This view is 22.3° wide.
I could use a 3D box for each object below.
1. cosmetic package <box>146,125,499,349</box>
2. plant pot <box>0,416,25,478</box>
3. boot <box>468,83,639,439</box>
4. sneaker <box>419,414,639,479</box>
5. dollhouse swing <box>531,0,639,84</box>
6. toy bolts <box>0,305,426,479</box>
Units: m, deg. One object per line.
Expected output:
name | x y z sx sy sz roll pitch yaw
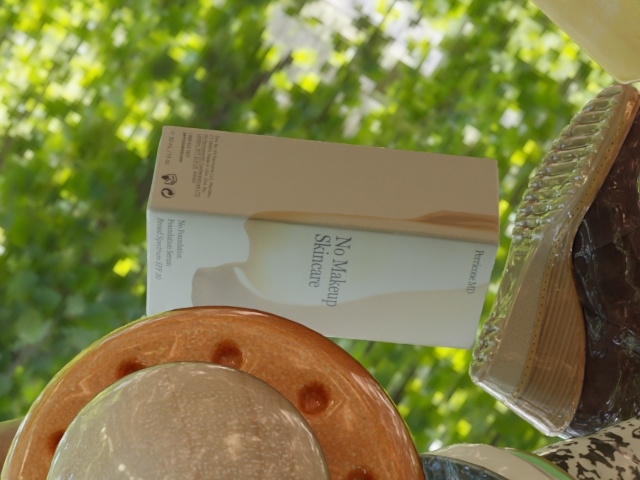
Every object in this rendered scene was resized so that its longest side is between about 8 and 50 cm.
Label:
cosmetic package | 0.000 0.000 0.551 0.115 0.060 0.041 5 -133 -1
plant pot | -0.184 0.215 1.140 0.237 0.237 0.254 34 -143 22
boot | 0.236 0.035 1.158 0.207 0.248 0.090 23 -179 -15
sneaker | 0.134 0.250 0.708 0.182 0.410 0.158 -21 -151 -32
dollhouse swing | 0.223 -0.310 0.996 0.305 0.346 0.315 38 -143 18
toy bolts | -0.028 0.150 0.369 0.228 0.218 0.158 49 175 10
